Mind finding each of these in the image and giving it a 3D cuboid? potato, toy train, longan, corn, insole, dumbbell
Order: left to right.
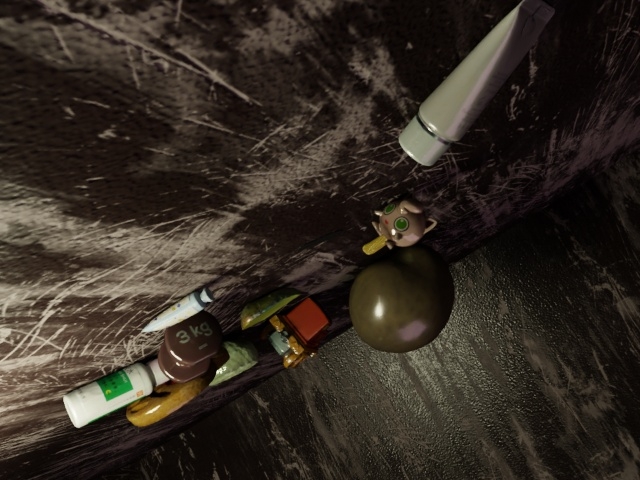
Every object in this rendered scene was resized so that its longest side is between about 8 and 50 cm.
[{"bbox_3d":[-0.324,0.264,1.585,0.140,0.124,0.225,-23,164,-28],"label":"dumbbell"},{"bbox_3d":[-0.147,0.179,1.806,0.198,0.054,0.119,-31,166,-16],"label":"potato"},{"bbox_3d":[-0.070,0.318,2.248,0.232,0.163,0.369,-39,166,-1],"label":"toy train"},{"bbox_3d":[0.000,0.000,1.580,0.135,0.002,0.045,-22,163,-30],"label":"insole"},{"bbox_3d":[0.168,0.009,1.892,0.092,0.037,0.037,-35,166,5],"label":"corn"},{"bbox_3d":[0.284,0.206,2.229,0.404,0.336,0.404,-23,127,-34],"label":"longan"}]

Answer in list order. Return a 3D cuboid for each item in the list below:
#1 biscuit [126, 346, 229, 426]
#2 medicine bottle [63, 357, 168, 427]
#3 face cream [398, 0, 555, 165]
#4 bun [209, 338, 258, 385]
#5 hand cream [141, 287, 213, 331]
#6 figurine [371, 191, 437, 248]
[{"bbox_3d":[-0.402,0.394,1.819,0.314,0.063,0.367,-33,-172,-7],"label":"biscuit"},{"bbox_3d":[-0.524,0.388,1.672,0.260,0.095,0.095,-20,163,-31],"label":"medicine bottle"},{"bbox_3d":[0.255,-0.257,1.055,0.314,0.089,0.143,-48,158,29],"label":"face cream"},{"bbox_3d":[-0.297,0.379,2.058,0.195,0.118,0.195,-23,168,-5],"label":"bun"},{"bbox_3d":[-0.310,0.158,1.410,0.171,0.043,0.065,-32,170,13],"label":"hand cream"},{"bbox_3d":[0.206,-0.046,1.602,0.138,0.125,0.125,-36,166,9],"label":"figurine"}]
